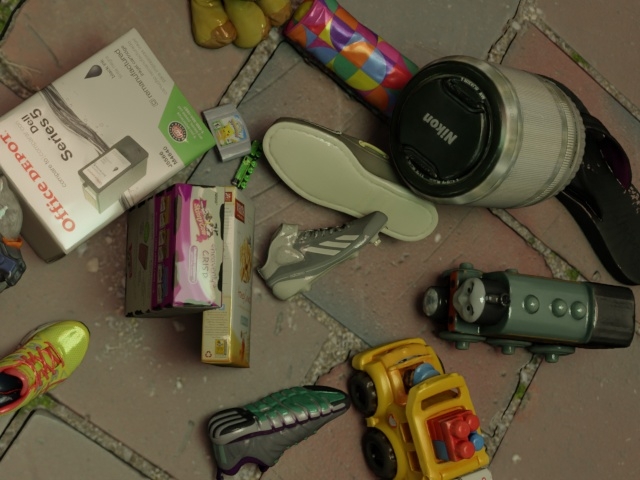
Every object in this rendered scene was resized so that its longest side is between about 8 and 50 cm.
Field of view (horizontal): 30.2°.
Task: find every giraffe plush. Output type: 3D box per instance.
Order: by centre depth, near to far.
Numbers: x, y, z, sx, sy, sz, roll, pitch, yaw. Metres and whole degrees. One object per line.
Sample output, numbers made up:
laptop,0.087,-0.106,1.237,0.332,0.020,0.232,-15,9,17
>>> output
giraffe plush,-0.117,-0.395,1.720,0.181,0.170,0.210,-43,102,-24

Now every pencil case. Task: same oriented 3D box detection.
pencil case,0.056,-0.287,1.837,0.236,0.104,0.104,38,69,-20

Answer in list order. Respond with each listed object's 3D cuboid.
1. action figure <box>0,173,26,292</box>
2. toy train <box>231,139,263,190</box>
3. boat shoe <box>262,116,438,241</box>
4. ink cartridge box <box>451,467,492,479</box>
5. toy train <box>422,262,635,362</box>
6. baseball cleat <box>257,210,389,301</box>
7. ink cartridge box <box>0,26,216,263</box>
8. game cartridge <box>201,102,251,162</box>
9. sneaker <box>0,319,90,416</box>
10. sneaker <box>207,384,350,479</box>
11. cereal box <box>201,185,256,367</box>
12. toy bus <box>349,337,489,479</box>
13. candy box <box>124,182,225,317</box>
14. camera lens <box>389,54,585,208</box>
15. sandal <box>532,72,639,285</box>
action figure,-0.508,0.043,1.480,0.341,0.178,0.330,34,77,27
toy train,-0.108,-0.113,1.774,0.023,0.017,0.083,28,71,-10
boat shoe,0.044,-0.104,1.804,0.305,0.109,0.091,29,31,-20
ink cartridge box,0.204,0.417,1.836,0.135,0.056,0.099,-13,89,-27
toy train,0.331,0.110,1.866,0.333,0.190,0.142,10,78,-25
baseball cleat,0.000,0.000,1.759,0.206,0.072,0.109,-38,99,-8
ink cartridge box,-0.314,-0.128,1.617,0.273,0.114,0.198,-40,101,-25
game cartridge,-0.136,-0.161,1.759,0.056,0.017,0.083,-21,85,-25
sneaker,-0.383,0.176,1.555,0.208,0.094,0.081,-39,99,-27
sneaker,-0.059,0.279,1.727,0.223,0.083,0.098,-11,111,-25
cereal box,-0.127,0.055,1.659,0.047,0.173,0.240,1,82,6
toy bus,0.160,0.255,1.751,0.149,0.211,0.220,-15,88,-26
candy box,-0.198,0.020,1.589,0.071,0.233,0.159,4,82,-24
camera lens,0.254,-0.159,1.806,0.274,0.219,0.220,1,82,-52
sandal,0.468,-0.117,2.010,0.446,0.107,0.167,48,66,-13
